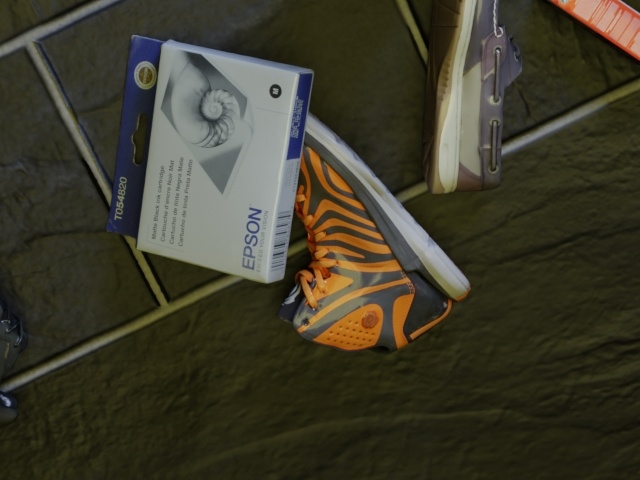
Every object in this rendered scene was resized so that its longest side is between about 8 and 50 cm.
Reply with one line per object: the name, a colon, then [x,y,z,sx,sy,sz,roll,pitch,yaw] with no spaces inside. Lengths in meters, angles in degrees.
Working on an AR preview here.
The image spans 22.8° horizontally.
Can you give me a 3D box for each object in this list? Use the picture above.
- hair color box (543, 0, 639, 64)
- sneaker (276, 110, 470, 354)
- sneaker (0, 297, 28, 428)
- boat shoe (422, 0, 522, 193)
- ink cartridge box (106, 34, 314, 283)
hair color box: [0.302,-0.237,1.687,0.141,0.072,0.043,32,98,-10]
sneaker: [0.000,0.000,1.683,0.180,0.124,0.321,-42,103,3]
sneaker: [-0.378,0.077,1.685,0.130,0.109,0.286,-3,112,-11]
boat shoe: [0.166,-0.186,1.675,0.092,0.103,0.285,2,106,-11]
ink cartridge box: [-0.127,-0.087,1.636,0.224,0.045,0.223,13,103,25]
